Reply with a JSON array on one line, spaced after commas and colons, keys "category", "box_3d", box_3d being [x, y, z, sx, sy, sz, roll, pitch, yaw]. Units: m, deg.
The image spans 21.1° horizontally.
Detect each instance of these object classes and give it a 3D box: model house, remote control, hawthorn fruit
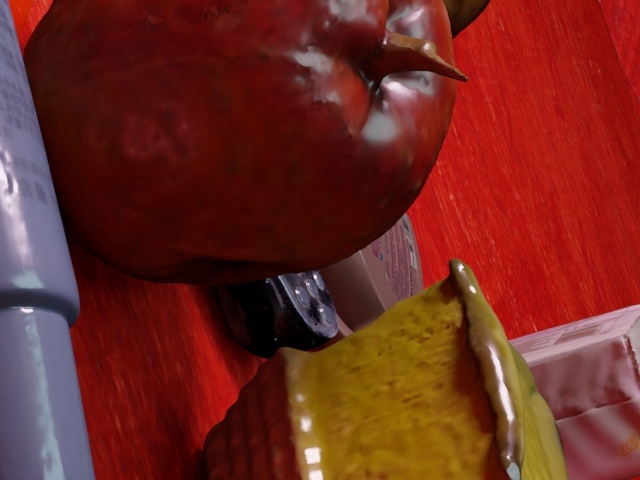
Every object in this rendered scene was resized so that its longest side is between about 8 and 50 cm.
[{"category": "model house", "box_3d": [0.028, 0.157, 1.029, 0.193, 0.234, 0.175, -103, 168, -47]}, {"category": "remote control", "box_3d": [-0.074, -0.038, 1.193, 0.266, 0.066, 0.090, 64, 13, -5]}, {"category": "hawthorn fruit", "box_3d": [-0.047, -0.094, 1.020, 0.258, 0.261, 0.258, 46, 20, -22]}]

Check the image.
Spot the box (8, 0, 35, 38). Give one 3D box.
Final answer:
[{"category": "box", "box_3d": [-0.224, -0.110, 0.898, 0.139, 0.035, 0.245, 56, 24, -32]}]

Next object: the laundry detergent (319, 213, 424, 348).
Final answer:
[{"category": "laundry detergent", "box_3d": [0.000, 0.000, 1.308, 0.237, 0.076, 0.171, 43, 34, -50]}]

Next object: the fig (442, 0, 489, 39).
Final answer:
[{"category": "fig", "box_3d": [-0.011, -0.270, 1.417, 0.321, 0.217, 0.217, 46, 25, -7]}]

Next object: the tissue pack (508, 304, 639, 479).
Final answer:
[{"category": "tissue pack", "box_3d": [0.185, 0.144, 1.431, 0.124, 0.225, 0.185, 70, 21, 0]}]

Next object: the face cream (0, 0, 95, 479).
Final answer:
[{"category": "face cream", "box_3d": [-0.174, -0.050, 0.814, 0.135, 0.086, 0.385, 33, 38, -62]}]
